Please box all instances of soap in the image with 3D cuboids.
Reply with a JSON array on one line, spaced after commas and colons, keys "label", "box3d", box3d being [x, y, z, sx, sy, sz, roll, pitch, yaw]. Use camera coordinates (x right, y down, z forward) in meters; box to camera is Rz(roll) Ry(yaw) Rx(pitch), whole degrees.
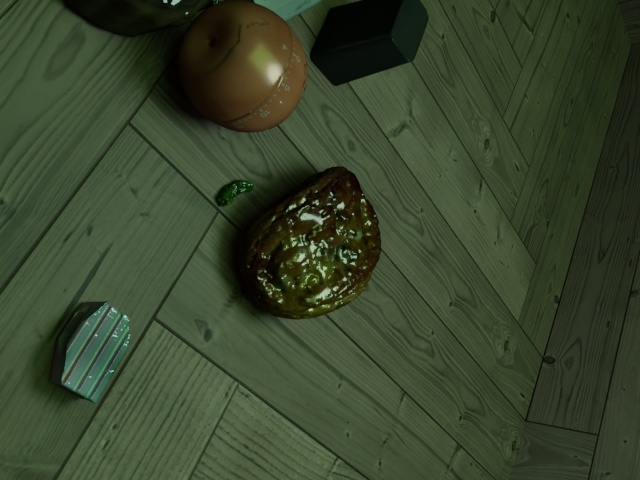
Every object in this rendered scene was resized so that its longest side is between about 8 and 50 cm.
[{"label": "soap", "box3d": [-0.376, 0.176, 1.039, 0.100, 0.056, 0.149, 46, 58, -39]}]

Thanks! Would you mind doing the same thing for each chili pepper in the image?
[{"label": "chili pepper", "box3d": [-0.175, -0.098, 1.282, 0.091, 0.034, 0.030, -39, 150, -41]}]

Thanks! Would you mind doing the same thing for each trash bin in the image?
[{"label": "trash bin", "box3d": [0.112, -0.465, 1.444, 0.115, 0.225, 0.165, 39, 62, -38]}]

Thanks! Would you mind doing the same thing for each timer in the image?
[{"label": "timer", "box3d": [-0.140, -0.317, 1.172, 0.215, 0.229, 0.230, 26, 70, -58]}]

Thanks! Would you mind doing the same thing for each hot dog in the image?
[{"label": "hot dog", "box3d": [0.000, 0.000, 1.356, 0.387, 0.174, 0.267, -38, 114, -39]}]

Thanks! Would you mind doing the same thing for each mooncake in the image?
[{"label": "mooncake", "box3d": [-0.299, -0.492, 1.054, 0.290, 0.161, 0.290, -2, 93, -47]}]

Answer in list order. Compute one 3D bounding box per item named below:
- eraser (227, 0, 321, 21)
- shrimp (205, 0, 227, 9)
[{"label": "eraser", "box3d": [-0.100, -0.542, 1.326, 0.227, 0.081, 0.174, -45, 124, -38]}, {"label": "shrimp", "box3d": [-0.194, -0.480, 1.230, 0.034, 0.091, 0.161, -90, 163, -58]}]
